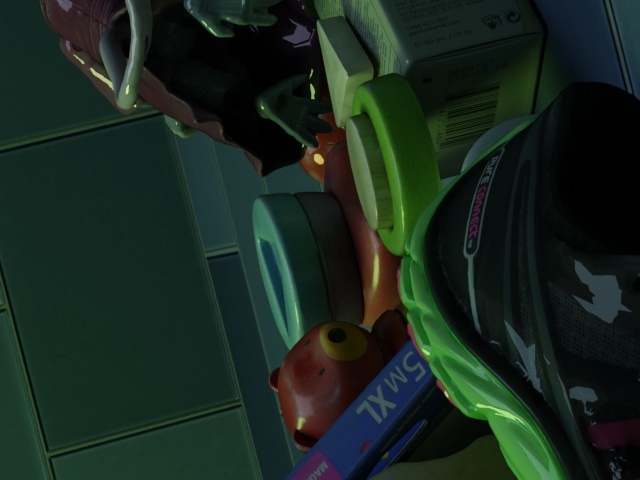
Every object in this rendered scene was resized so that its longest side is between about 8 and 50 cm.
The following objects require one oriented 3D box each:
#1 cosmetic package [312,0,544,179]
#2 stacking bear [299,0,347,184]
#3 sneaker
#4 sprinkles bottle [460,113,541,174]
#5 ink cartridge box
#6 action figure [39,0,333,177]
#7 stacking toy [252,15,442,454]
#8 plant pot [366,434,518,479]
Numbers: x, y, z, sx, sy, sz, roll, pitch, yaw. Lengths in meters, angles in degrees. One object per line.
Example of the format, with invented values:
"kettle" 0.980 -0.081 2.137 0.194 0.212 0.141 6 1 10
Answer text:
"cosmetic package" 0.061 -0.212 1.556 0.160 0.113 0.309 92 160 -55
"stacking bear" -0.008 -0.146 1.873 0.289 0.164 0.175 -129 27 -53
"sneaker" 0.219 0.098 0.989 0.483 0.185 0.202 49 121 30
"sprinkles bottle" 0.146 0.055 1.460 0.355 0.121 0.121 94 158 -57
"ink cartridge box" 0.089 0.129 1.293 0.065 0.186 0.311 47 -164 25
"action figure" -0.161 -0.178 1.732 0.370 0.276 0.248 27 118 44
"stacking toy" 0.000 0.000 1.477 0.309 0.130 0.279 -123 22 -61
"plant pot" 0.126 0.291 1.123 0.333 0.334 0.305 88 163 -45
